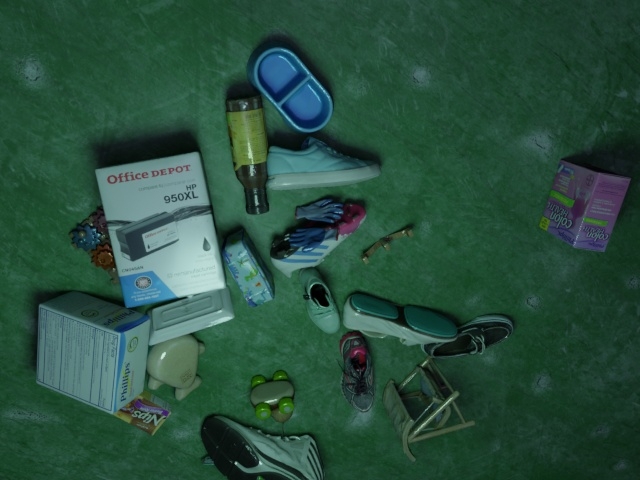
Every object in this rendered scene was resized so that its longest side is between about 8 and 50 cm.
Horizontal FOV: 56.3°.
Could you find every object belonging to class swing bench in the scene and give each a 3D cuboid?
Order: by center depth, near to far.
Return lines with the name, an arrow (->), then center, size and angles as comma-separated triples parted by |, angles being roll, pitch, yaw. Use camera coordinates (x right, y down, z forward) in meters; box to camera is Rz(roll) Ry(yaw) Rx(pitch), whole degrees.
swing bench -> 0.345, 0.565, 2.040 | 0.255, 0.253, 0.165 | -30, 111, 0

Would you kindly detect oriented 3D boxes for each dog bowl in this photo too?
dog bowl -> -0.079, -0.432, 1.714 | 0.166, 0.074, 0.297 | -42, 111, 5

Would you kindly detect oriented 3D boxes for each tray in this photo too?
tray -> -0.408, 0.221, 1.843 | 0.271, 0.145, 0.030 | -18, 133, -4

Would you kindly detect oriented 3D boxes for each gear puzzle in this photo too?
gear puzzle -> -0.588, 0.061, 1.807 | 0.176, 0.044, 0.339 | -39, 111, 4

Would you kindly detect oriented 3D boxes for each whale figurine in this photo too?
whale figurine -> -0.470, 0.389, 1.908 | 0.216, 0.141, 0.271 | -39, 138, -26

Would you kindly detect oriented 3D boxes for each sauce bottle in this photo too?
sauce bottle -> -0.203, -0.245, 1.735 | 0.112, 0.111, 0.343 | -8, 108, -8

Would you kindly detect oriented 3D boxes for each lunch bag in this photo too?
lunch bag -> -0.217, 0.083, 1.815 | 0.090, 0.176, 0.218 | -26, 110, 4

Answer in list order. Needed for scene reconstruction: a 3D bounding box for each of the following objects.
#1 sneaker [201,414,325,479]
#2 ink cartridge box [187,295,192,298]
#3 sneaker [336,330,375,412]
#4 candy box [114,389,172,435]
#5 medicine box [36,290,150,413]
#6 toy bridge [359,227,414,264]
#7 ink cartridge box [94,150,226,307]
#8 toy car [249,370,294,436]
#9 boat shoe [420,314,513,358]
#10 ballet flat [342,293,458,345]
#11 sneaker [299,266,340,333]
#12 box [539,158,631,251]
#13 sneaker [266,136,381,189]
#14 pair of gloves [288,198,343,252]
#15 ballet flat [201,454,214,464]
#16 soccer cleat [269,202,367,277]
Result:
sneaker -> -0.184, 0.727, 2.057 | 0.448, 0.257, 0.169 | 33, 111, 15
ink cartridge box -> -0.403, 0.105, 1.840 | 0.089, 0.052, 0.122 | 36, 88, -20
sneaker -> 0.124, 0.465, 2.041 | 0.121, 0.112, 0.298 | -14, 111, -5
candy box -> -0.599, 0.551, 1.971 | 0.187, 0.053, 0.109 | 37, 99, -18
medicine box -> -0.673, 0.324, 1.766 | 0.290, 0.149, 0.263 | 16, 108, 16
toy bridge -> 0.207, 0.013, 1.924 | 0.188, 0.063, 0.026 | -31, 111, 0
ink cartridge box -> -0.444, -0.039, 1.697 | 0.286, 0.166, 0.394 | -11, 99, -8
toy car -> -0.152, 0.567, 2.015 | 0.149, 0.155, 0.188 | -11, 123, -6
boat shoe -> 0.520, 0.353, 2.069 | 0.336, 0.119, 0.121 | -15, 111, -5
ballet flat -> 0.258, 0.283, 2.008 | 0.401, 0.139, 0.139 | 16, 105, -11
sneaker -> 0.004, 0.218, 1.913 | 0.094, 0.151, 0.255 | -25, 113, -3
box -> 0.838, -0.117, 1.914 | 0.118, 0.213, 0.242 | 7, 108, -13
sneaker -> 0.016, -0.235, 1.755 | 0.366, 0.135, 0.149 | -7, 91, -28
pair of gloves -> -0.012, -0.045, 1.799 | 0.160, 0.198, 0.023 | -5, 141, 16
ballet flat -> -0.321, 0.750, 2.093 | 0.189, 0.070, 0.070 | 5, 108, -14
soccer cleat -> 0.000, 0.000, 1.872 | 0.332, 0.116, 0.143 | -27, 133, -3
